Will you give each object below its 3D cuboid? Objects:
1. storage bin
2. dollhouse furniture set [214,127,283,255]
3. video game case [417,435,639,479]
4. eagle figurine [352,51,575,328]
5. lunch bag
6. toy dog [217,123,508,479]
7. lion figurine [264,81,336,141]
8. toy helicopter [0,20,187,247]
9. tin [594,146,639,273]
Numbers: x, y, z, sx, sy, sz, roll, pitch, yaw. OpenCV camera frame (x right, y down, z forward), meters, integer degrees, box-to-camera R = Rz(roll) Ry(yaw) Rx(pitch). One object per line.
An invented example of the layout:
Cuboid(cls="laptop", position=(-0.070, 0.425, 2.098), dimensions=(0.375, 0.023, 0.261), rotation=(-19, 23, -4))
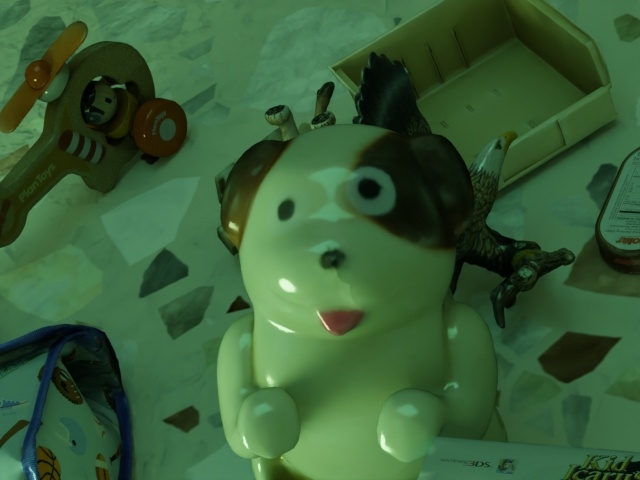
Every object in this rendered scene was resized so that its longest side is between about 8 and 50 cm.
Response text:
Cuboid(cls="storage bin", position=(0.192, -0.186, 1.905), dimensions=(0.262, 0.123, 0.260), rotation=(-31, 39, -6))
Cuboid(cls="dollhouse furniture set", position=(-0.061, -0.026, 1.947), dimensions=(0.144, 0.123, 0.151), rotation=(-37, 76, -12))
Cuboid(cls="video game case", position=(0.235, 0.275, 1.269), dimensions=(0.244, 0.269, 0.061), rotation=(-1, 44, 28))
Cuboid(cls="eagle figurine", position=(0.128, -0.055, 1.676), dimensions=(0.226, 0.298, 0.225), rotation=(-51, 3, 47))
Cuboid(cls="lunch bag", position=(-0.391, 0.253, 1.678), dimensions=(0.328, 0.238, 0.385), rotation=(-21, 24, 9))
Cuboid(cls="toy dog", position=(0.053, 0.083, 1.428), dimensions=(0.285, 0.407, 0.395), rotation=(5, 41, 19))
Cuboid(cls="lion figurine", position=(0.000, 0.000, 1.762), dimensions=(0.142, 0.240, 0.392), rotation=(-12, 30, 29))
Cuboid(cls="toy helicopter", position=(-0.359, -0.139, 2.069), dimensions=(0.140, 0.235, 0.355), rotation=(16, 56, 39))
Cuboid(cls="tin", position=(0.376, -0.042, 1.718), dimensions=(0.106, 0.040, 0.189), rotation=(1, 47, 35))
